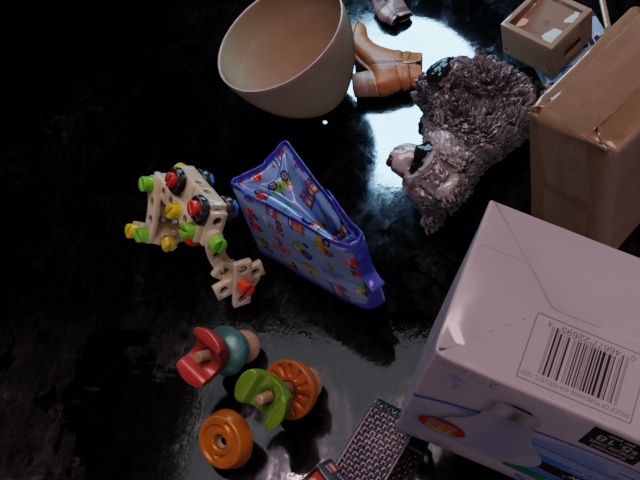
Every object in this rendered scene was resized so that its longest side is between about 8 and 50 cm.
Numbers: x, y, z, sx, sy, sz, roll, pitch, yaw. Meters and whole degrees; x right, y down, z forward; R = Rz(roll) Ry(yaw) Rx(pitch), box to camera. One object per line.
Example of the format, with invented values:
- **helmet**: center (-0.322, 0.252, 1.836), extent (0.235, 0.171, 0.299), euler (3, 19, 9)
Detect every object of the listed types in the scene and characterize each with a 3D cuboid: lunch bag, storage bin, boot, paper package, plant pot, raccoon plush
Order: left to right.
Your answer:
- **plant pot**: center (-0.041, -0.362, 1.893), extent (0.284, 0.191, 0.284), euler (-16, 53, 22)
- **lunch bag**: center (0.000, 0.000, 1.633), extent (0.138, 0.221, 0.293), euler (-39, 57, -14)
- **storage bin**: center (0.087, 0.354, 1.432), extent (0.084, 0.122, 0.180), euler (22, 64, 25)
- **boot**: center (0.142, -0.391, 1.964), extent (0.152, 0.073, 0.197), euler (-8, 67, 9)
- **boot**: center (0.174, -0.531, 2.073), extent (0.118, 0.042, 0.087), euler (-36, 62, -11)
- **raccoon plush**: center (0.344, -0.178, 1.701), extent (0.447, 0.216, 0.299), euler (-6, 63, 9)
- **paper package**: center (0.512, -0.181, 1.576), extent (0.168, 0.325, 0.309), euler (36, 71, 31)

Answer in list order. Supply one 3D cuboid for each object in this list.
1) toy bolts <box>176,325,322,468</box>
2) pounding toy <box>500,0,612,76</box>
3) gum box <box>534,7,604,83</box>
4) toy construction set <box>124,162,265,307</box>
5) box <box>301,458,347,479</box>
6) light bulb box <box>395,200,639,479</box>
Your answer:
- **toy bolts**: center (-0.127, 0.253, 1.577), extent (0.228, 0.158, 0.218), euler (44, 114, 23)
- **pounding toy**: center (0.498, -0.412, 1.826), extent (0.181, 0.094, 0.206), euler (-44, 57, -15)
- **gum box**: center (0.515, -0.384, 1.889), extent (0.157, 0.041, 0.184), euler (-16, 53, 3)
- **toy construction set**: center (-0.240, -0.019, 1.723), extent (0.328, 0.215, 0.151), euler (37, 30, 30)
- **box**: center (0.025, 0.459, 1.336), extent (0.159, 0.044, 0.233), euler (-47, 71, 22)
- **light bulb box**: center (0.316, 0.178, 1.209), extent (0.358, 0.361, 0.225), euler (23, 65, 8)
